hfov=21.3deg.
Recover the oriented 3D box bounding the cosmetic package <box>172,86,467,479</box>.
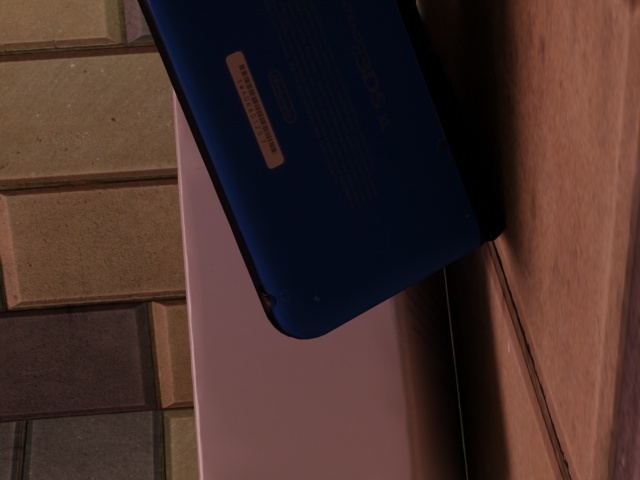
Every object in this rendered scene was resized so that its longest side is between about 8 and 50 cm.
[{"bbox_3d":[0.000,0.000,1.312,0.230,0.162,0.453,47,-145,-69],"label":"cosmetic package"}]

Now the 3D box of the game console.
[{"bbox_3d":[-0.006,-0.118,1.110,0.173,0.250,0.293,4,119,61],"label":"game console"}]
